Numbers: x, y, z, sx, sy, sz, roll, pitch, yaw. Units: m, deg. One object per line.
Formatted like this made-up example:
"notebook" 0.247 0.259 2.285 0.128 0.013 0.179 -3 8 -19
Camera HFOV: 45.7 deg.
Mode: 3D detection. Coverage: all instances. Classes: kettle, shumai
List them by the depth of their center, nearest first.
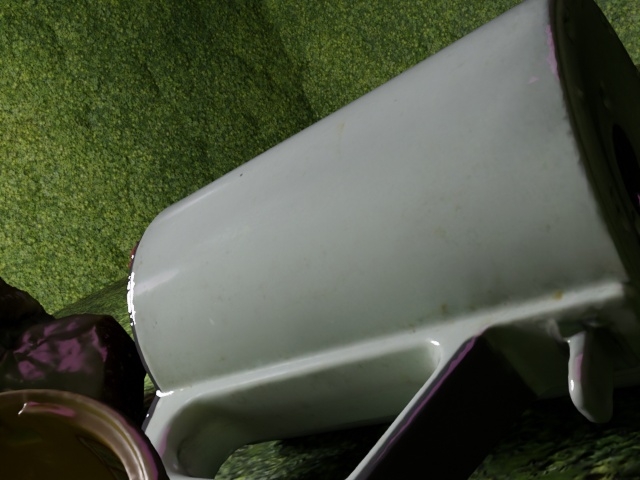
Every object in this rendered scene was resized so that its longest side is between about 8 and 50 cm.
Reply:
"kettle" 0.045 0.051 0.525 0.377 0.250 0.361 -21 36 34
"shumai" -0.335 0.195 0.869 0.264 0.303 0.309 12 11 6

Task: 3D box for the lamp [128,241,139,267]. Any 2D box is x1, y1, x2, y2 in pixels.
"lamp" -0.119 0.056 0.871 0.227 0.226 0.227 -23 8 3

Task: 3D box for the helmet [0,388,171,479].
"helmet" -0.147 0.194 0.316 0.257 0.140 0.205 -38 42 -10
